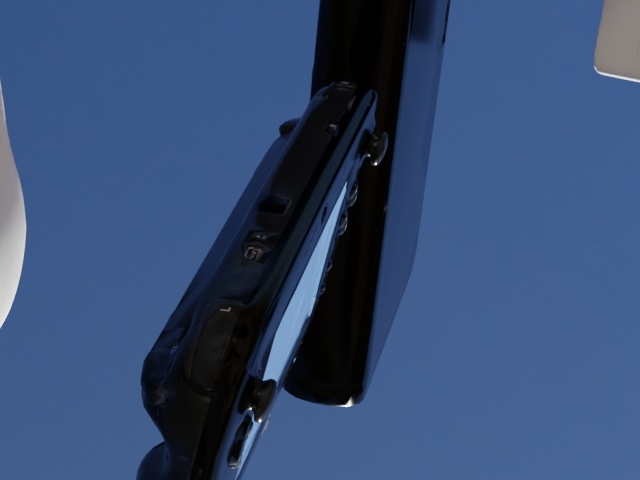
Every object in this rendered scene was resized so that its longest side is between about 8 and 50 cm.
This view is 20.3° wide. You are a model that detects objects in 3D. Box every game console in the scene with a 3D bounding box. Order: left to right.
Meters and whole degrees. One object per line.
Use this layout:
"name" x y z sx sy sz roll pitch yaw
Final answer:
"game console" 0.000 0.000 0.662 0.044 0.213 0.361 11 -150 9

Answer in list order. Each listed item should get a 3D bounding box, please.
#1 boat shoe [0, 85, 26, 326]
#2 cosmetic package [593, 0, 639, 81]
"boat shoe" -0.198 -0.030 0.908 0.066 0.063 0.184 -44 -41 -45
"cosmetic package" 0.388 -0.175 1.128 0.156 0.385 0.217 -21 -60 -61
